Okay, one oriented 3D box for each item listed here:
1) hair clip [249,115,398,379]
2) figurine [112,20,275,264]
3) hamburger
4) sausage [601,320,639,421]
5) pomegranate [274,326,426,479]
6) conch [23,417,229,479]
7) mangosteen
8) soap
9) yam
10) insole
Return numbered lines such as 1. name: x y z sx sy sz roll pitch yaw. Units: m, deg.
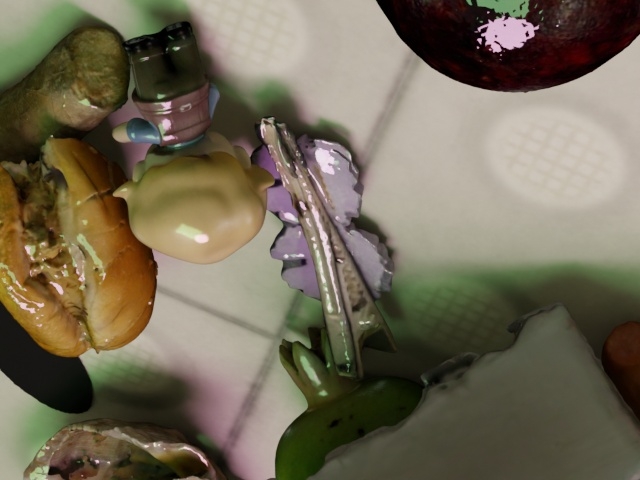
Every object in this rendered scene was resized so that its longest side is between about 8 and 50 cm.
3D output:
1. hair clip: 0.000 0.000 1.687 0.106 0.084 0.292 4 133 28
2. figurine: -0.115 -0.076 1.598 0.108 0.114 0.196 8 120 60
3. hamburger: -0.212 0.023 1.708 0.144 0.156 0.283 -24 159 -4
4. sausage: 0.299 0.150 1.720 0.076 0.076 0.197 0 136 25
5. pomegranate: 0.033 0.185 1.824 0.187 0.187 0.225 -24 95 42
6. conch: -0.178 0.281 2.015 0.263 0.186 0.324 38 128 7
7. mangosteen: 0.153 -0.212 1.285 0.265 0.228 0.228 -8 154 -32
8. soap: 0.170 0.322 1.717 0.213 0.350 0.435 50 171 45
9. yam: -0.283 -0.080 1.724 0.081 0.081 0.357 37 140 -18
10. insole: -0.327 0.074 1.973 0.109 0.007 0.322 -10 131 31
